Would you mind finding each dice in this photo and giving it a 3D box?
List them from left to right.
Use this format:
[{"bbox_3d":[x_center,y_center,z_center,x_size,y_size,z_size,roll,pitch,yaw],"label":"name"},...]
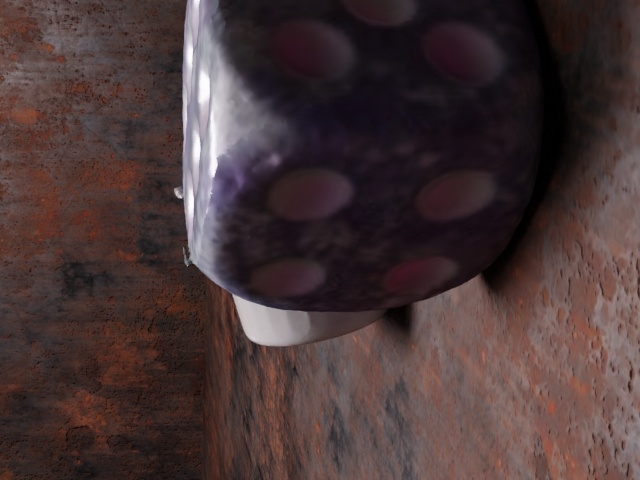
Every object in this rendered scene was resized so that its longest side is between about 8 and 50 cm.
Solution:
[{"bbox_3d":[0.021,-0.111,0.952,0.270,0.271,0.270,107,160,-53],"label":"dice"}]

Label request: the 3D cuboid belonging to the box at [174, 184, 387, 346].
[{"bbox_3d":[0.000,0.000,1.287,0.262,0.291,0.206,-30,-69,-56],"label":"box"}]
